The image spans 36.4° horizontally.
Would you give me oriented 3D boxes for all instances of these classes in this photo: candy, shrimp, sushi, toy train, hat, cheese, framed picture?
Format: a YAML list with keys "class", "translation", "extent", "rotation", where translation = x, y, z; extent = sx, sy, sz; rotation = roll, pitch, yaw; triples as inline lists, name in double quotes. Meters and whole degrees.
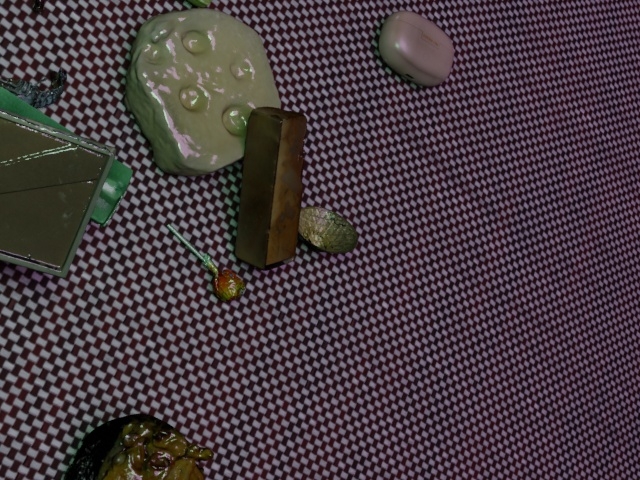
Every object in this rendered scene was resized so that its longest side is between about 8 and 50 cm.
- class: "candy"
  translation: [-0.225, 0.040, 1.879]
  extent: [0.201, 0.060, 0.060]
  rotation: [47, 60, -14]
- class: "shrimp"
  translation: [-0.506, -0.254, 1.677]
  extent: [0.174, 0.082, 0.076]
  rotation: [-20, 92, -44]
- class: "sushi"
  translation: [-0.306, 0.406, 1.672]
  extent: [0.200, 0.204, 0.213]
  rotation: [21, 78, -38]
- class: "toy train"
  translation: [-0.471, -0.132, 1.613]
  extent: [0.301, 0.202, 0.120]
  rotation: [34, 70, -30]
- class: "hat"
  translation: [0.000, 0.000, 2.041]
  extent: [0.146, 0.067, 0.146]
  rotation: [18, 36, -13]
- class: "cheese"
  translation: [-0.229, -0.280, 1.863]
  extent: [0.318, 0.115, 0.326]
  rotation: [30, 67, -31]
- class: "framed picture"
  translation: [-0.498, -0.087, 1.491]
  extent: [0.315, 0.024, 0.232]
  rotation: [20, 101, -27]

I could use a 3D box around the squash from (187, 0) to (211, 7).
- class: "squash"
  translation: [-0.301, -0.527, 1.868]
  extent: [0.229, 0.066, 0.066]
  rotation: [33, 66, -30]

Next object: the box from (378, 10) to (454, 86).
- class: "box"
  translation: [0.221, -0.439, 2.234]
  extent: [0.200, 0.088, 0.146]
  rotation: [25, 69, -33]

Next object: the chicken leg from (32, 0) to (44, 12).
- class: "chicken leg"
  translation: [-0.482, -0.475, 1.751]
  extent: [0.062, 0.037, 0.145]
  rotation: [54, 55, -35]

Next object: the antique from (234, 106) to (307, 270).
- class: "antique"
  translation: [-0.092, -0.103, 1.876]
  extent: [0.093, 0.087, 0.310]
  rotation: [-19, 123, -47]
